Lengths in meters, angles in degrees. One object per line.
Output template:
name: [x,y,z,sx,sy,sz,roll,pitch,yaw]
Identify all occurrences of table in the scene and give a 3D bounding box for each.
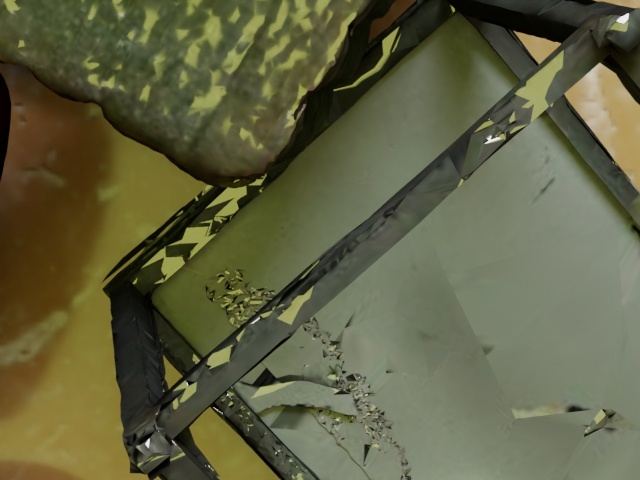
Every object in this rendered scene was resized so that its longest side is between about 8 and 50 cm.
table: [0.104,0.093,0.767,0.222,0.272,0.335,-42,102,0]

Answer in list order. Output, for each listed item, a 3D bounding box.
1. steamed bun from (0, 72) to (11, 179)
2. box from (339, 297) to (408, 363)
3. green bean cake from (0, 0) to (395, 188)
steamed bun: [-0.263,-0.019,0.755,0.248,0.379,0.235,18,86,12]
box: [0.000,0.000,0.916,0.036,0.050,0.117,-31,89,4]
green bean cake: [-0.046,-0.132,0.727,0.173,0.094,0.181,31,99,8]
